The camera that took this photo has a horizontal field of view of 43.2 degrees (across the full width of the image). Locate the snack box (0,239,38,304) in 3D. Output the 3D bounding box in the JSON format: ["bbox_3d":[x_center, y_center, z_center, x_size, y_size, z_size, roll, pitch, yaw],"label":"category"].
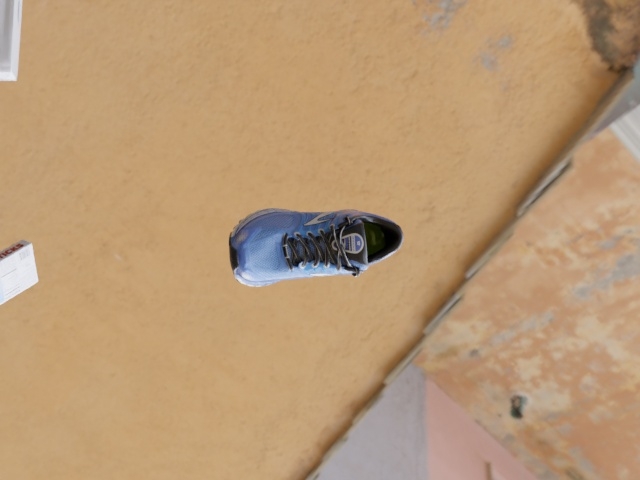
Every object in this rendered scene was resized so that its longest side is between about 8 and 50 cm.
[{"bbox_3d":[-0.440,0.066,1.035,0.178,0.022,0.064,-40,143,-48],"label":"snack box"}]

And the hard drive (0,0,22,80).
[{"bbox_3d":[-0.639,-0.356,1.223,0.047,0.353,0.233,113,-24,-75],"label":"hard drive"}]

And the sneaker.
[{"bbox_3d":[0.000,0.000,1.328,0.330,0.130,0.147,-11,-175,-35],"label":"sneaker"}]
